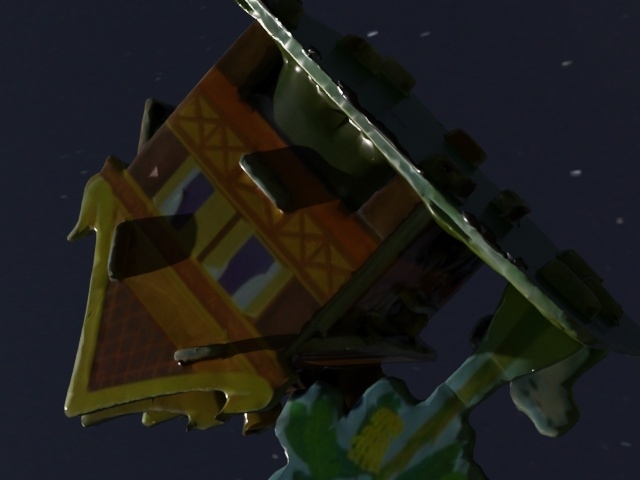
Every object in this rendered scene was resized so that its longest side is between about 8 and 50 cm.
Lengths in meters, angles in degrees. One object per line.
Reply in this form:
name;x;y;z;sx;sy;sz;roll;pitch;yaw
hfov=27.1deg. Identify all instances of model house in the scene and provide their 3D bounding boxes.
model house;0.009;0.062;0.894;0.313;0.242;0.358;-49;-113;15
